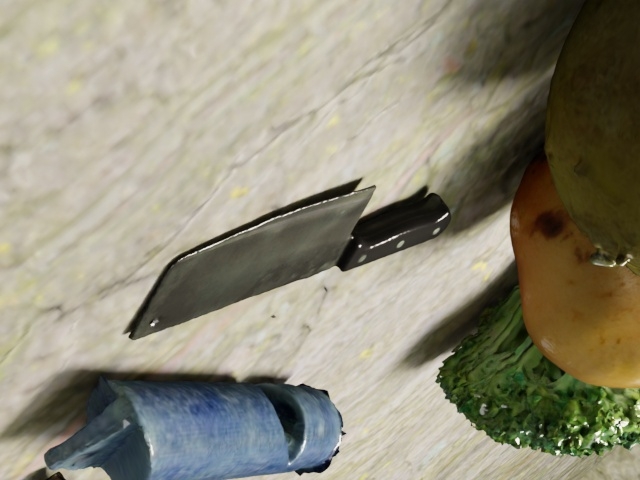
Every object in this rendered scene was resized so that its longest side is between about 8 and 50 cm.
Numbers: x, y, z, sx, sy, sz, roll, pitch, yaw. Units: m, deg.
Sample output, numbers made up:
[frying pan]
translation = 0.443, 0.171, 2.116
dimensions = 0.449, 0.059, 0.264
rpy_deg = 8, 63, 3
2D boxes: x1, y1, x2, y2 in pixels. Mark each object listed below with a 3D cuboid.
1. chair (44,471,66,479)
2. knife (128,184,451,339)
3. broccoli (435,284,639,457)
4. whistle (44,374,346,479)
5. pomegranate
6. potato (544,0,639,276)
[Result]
[chair]
translation = -0.138, 0.269, 1.036
dimensions = 0.186, 0.160, 0.319
rpy_deg = -39, 160, 0
[knife]
translation = 0.000, 0.000, 0.904
dimensions = 0.245, 0.019, 0.072
rpy_deg = -19, 152, -46
[broccoli]
translation = 0.203, 0.070, 1.307
dimensions = 0.219, 0.194, 0.194
rpy_deg = -5, 147, -24
[whistle]
translation = -0.063, 0.112, 0.970
dimensions = 0.062, 0.062, 0.304
rpy_deg = -44, 162, 11
[pomegranate]
translation = 0.222, 0.002, 1.069
dimensions = 0.209, 0.209, 0.209
rpy_deg = -37, 162, -14
[potato]
translation = 0.266, -0.114, 0.835
dimensions = 0.219, 0.270, 0.359
rpy_deg = 14, 151, -43
